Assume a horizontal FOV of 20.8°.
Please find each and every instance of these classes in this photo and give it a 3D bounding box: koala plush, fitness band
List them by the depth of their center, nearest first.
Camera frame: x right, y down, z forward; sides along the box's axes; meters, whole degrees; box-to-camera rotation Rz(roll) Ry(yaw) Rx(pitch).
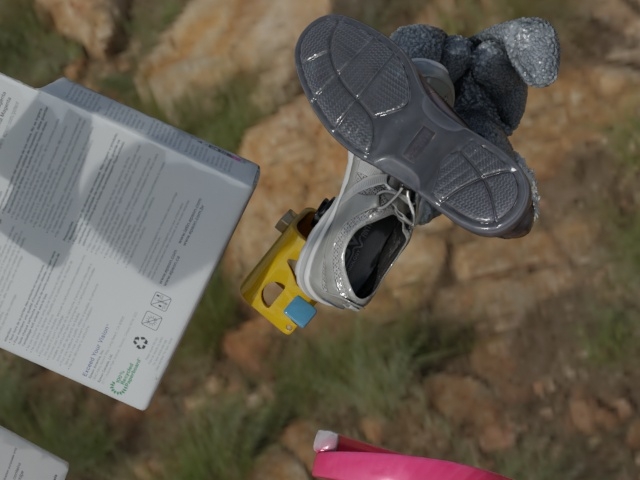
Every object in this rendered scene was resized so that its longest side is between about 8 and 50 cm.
[{"bbox_3d":[0.108,0.254,1.876,0.209,0.291,0.054,9,82,21],"label":"fitness band"},{"bbox_3d":[0.168,-0.123,1.967,0.196,0.221,0.203,-4,-5,-5],"label":"koala plush"}]

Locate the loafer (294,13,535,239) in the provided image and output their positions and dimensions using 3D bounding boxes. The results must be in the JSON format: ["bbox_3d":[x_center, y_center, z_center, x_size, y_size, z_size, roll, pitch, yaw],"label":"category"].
[{"bbox_3d":[0.091,-0.101,1.701,0.109,0.095,0.302,-47,66,2],"label":"loafer"}]

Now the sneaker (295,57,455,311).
[{"bbox_3d":[0.078,-0.050,1.802,0.115,0.105,0.281,33,103,60],"label":"sneaker"}]

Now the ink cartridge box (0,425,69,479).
[{"bbox_3d":[-0.475,0.263,2.014,0.211,0.289,0.122,-22,43,46],"label":"ink cartridge box"}]

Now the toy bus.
[{"bbox_3d":[-0.008,0.010,2.058,0.104,0.191,0.202,40,71,1],"label":"toy bus"}]

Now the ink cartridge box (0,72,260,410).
[{"bbox_3d":[-0.279,-0.009,1.950,0.330,0.324,0.071,25,26,-5],"label":"ink cartridge box"}]
